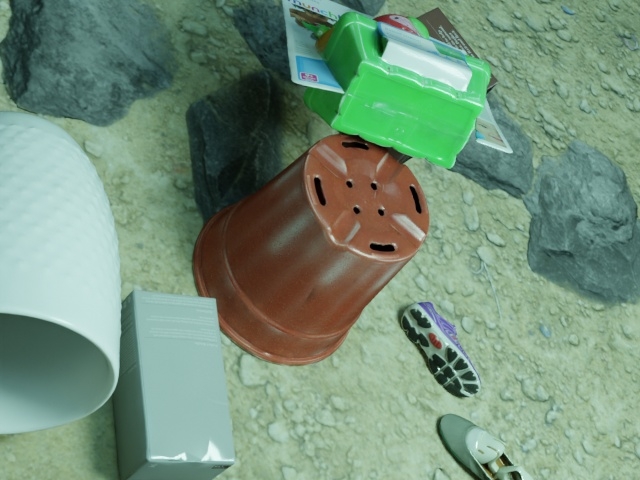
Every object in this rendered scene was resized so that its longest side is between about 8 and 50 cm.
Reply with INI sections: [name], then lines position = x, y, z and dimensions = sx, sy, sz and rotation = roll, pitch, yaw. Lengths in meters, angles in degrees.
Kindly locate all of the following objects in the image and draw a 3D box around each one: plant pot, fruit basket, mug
[plant pot]
position = 0.000, 0.000, 1.734
dimensions = 0.272, 0.265, 0.272
rotation = 18, 53, -25
[fruit basket]
position = 0.105, -0.263, 1.768
dimensions = 0.327, 0.165, 0.353
rotation = 18, 35, -15
[mug]
position = -0.423, 0.024, 1.455
dimensions = 0.374, 0.276, 0.328
rotation = -4, 54, -2

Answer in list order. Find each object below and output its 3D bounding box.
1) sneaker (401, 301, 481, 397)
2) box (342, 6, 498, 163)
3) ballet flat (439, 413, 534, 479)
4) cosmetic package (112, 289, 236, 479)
[sneaker]
position = 0.199, 0.162, 1.905
dimensions = 0.071, 0.068, 0.170
rotation = -22, 75, -47
[box]
position = 0.144, -0.242, 2.034
dimensions = 0.168, 0.203, 0.167
rotation = 52, 46, 5
[ballet flat]
position = 0.266, 0.335, 1.835
dimensions = 0.213, 0.068, 0.072
rotation = 51, 47, 5
[cosmetic package]
position = -0.195, 0.191, 1.589
dimensions = 0.127, 0.107, 0.238
rotation = 10, 59, -30
